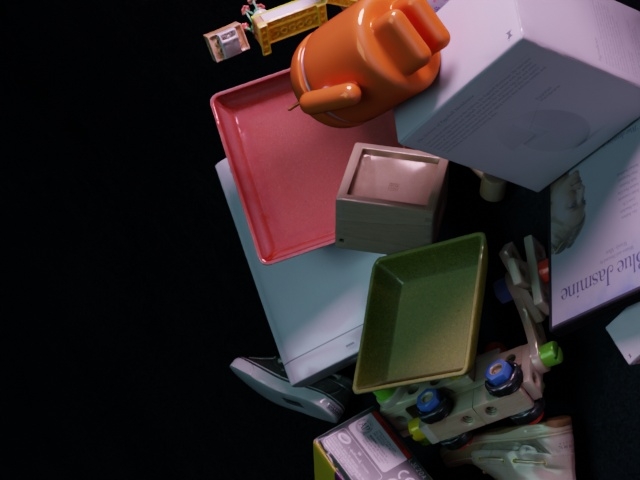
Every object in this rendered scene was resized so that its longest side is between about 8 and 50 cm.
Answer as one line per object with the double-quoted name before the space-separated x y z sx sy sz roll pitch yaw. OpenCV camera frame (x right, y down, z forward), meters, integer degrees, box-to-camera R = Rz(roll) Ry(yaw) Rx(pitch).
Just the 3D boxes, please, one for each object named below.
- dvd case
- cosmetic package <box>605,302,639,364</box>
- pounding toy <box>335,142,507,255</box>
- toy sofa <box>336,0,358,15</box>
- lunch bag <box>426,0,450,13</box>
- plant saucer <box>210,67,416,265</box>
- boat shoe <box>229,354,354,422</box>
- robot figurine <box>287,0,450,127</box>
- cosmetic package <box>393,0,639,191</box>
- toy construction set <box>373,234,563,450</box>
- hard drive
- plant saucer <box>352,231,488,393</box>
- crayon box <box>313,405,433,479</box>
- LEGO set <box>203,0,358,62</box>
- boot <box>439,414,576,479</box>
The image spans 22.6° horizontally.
"dvd case" 0.333 -0.029 1.883 0.180 0.022 0.253 -31 46 46
"cosmetic package" 0.435 0.045 1.800 0.239 0.099 0.060 -50 58 36
"pounding toy" 0.138 -0.058 2.090 0.206 0.181 0.094 8 130 9
"toy sofa" 0.165 -0.386 2.024 0.362 0.150 0.177 -57 49 33
"lunch bag" 0.137 -0.292 1.910 0.083 0.071 0.053 -25 102 28
"plant saucer" 0.007 -0.118 2.198 0.259 0.048 0.258 -19 75 4
"boat shoe" -0.038 0.203 2.345 0.219 0.077 0.070 18 65 40
"robot figurine" 0.049 -0.205 1.843 0.219 0.128 0.158 -26 52 50
"cosmetic package" 0.235 -0.193 1.887 0.224 0.225 0.138 -39 47 41
"toy construction set" 0.192 0.146 2.035 0.328 0.151 0.215 -39 25 34
"hard drive" 0.000 0.000 2.263 0.233 0.047 0.353 -29 70 27
"plant saucer" 0.133 0.098 1.970 0.188 0.045 0.188 -15 55 43
"crayon box" 0.130 0.442 2.051 0.363 0.106 0.313 50 159 32
"LEGO set" -0.033 -0.337 2.042 0.287 0.132 0.107 -46 47 13
"boot" 0.247 0.317 2.040 0.213 0.077 0.165 -19 81 46
